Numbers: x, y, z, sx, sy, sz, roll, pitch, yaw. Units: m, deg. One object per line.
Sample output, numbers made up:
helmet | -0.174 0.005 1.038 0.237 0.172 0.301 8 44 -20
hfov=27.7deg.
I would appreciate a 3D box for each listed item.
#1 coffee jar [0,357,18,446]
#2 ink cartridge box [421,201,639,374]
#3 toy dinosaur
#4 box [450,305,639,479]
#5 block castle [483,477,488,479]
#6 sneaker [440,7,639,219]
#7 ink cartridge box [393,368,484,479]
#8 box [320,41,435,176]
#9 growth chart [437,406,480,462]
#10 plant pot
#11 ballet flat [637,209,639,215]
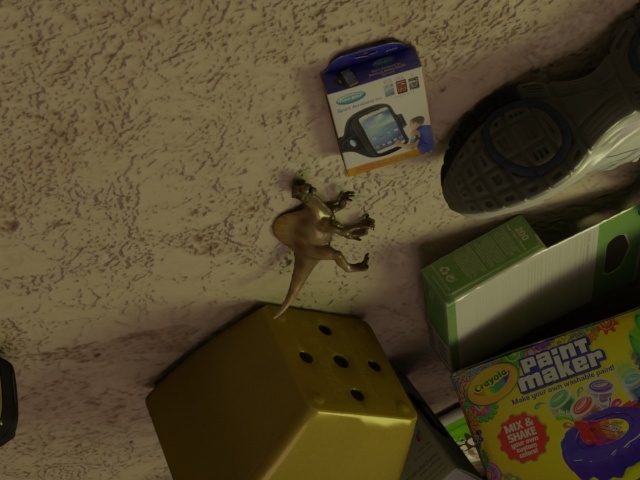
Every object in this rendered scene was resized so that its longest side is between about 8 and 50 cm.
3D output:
coffee jar | -0.364 0.136 1.199 0.079 0.096 0.184 -30 145 25
ink cartridge box | 0.222 0.035 1.355 0.235 0.056 0.171 -29 149 -9
toy dinosaur | 0.000 0.000 1.218 0.092 0.053 0.183 4 137 -4
box | 0.309 0.184 1.424 0.290 0.177 0.279 -20 169 4
block castle | 0.243 0.535 1.892 0.453 0.303 0.213 -20 149 8
sneaker | 0.243 -0.096 1.120 0.297 0.111 0.129 -29 152 20
ink cartridge box | 0.080 0.245 1.470 0.127 0.175 0.072 -45 140 9
box | 0.048 -0.110 1.079 0.081 0.028 0.136 -17 150 1
growth chart | 0.230 0.253 1.721 0.237 0.021 0.172 20 134 -43
plant pot | -0.024 0.188 1.349 0.212 0.212 0.187 12 126 -37
ballet flat | 0.413 -0.007 1.335 0.096 0.095 0.280 -50 147 4
